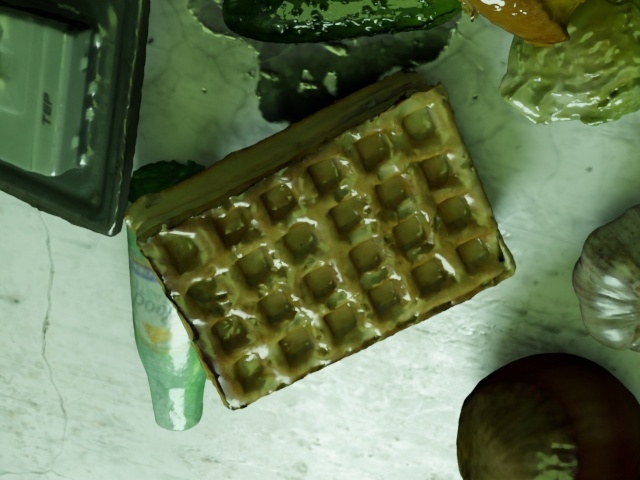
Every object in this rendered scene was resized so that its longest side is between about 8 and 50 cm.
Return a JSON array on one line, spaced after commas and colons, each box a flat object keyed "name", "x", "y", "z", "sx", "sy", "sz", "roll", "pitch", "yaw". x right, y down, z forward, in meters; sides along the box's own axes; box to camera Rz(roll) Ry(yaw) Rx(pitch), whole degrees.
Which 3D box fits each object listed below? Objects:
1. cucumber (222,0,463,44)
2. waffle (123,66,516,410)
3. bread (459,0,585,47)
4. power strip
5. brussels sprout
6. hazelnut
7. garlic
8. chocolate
[{"name": "cucumber", "x": 0.026, "y": -0.210, "z": 1.134, "sx": 0.227, "sy": 0.069, "sz": 0.069, "roll": -2, "pitch": 120, "yaw": 8}, {"name": "waffle", "x": 0.000, "y": -0.001, "z": 1.184, "sx": 0.308, "sy": 0.091, "sz": 0.213, "roll": -27, "pitch": 113, "yaw": -4}, {"name": "bread", "x": 0.119, "y": -0.269, "z": 0.984, "sx": 0.268, "sy": 0.268, "sz": 0.146, "roll": 41, "pitch": 107, "yaw": -14}, {"name": "power strip", "x": -0.284, "y": -0.148, "z": 1.179, "sx": 0.251, "sy": 0.092, "sz": 0.257, "roll": 19, "pitch": 118, "yaw": 13}, {"name": "brussels sprout", "x": 0.238, "y": -0.174, "z": 1.099, "sx": 0.181, "sy": 0.100, "sz": 0.139, "roll": -35, "pitch": 99, "yaw": 28}, {"name": "hazelnut", "x": 0.241, "y": 0.209, "z": 1.282, "sx": 0.208, "sy": 0.208, "sz": 0.208, "roll": 5, "pitch": 121, "yaw": 8}, {"name": "garlic", "x": 0.305, "y": 0.035, "z": 1.206, "sx": 0.147, "sy": 0.102, "sz": 0.159, "roll": -40, "pitch": 119, "yaw": 13}, {"name": "chocolate", "x": -0.145, "y": 0.068, "z": 1.312, "sx": 0.110, "sy": 0.110, "sz": 0.291, "roll": 8, "pitch": 124, "yaw": 6}]
